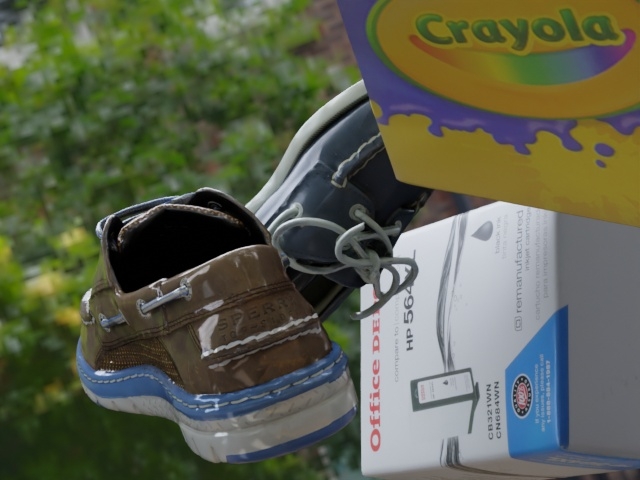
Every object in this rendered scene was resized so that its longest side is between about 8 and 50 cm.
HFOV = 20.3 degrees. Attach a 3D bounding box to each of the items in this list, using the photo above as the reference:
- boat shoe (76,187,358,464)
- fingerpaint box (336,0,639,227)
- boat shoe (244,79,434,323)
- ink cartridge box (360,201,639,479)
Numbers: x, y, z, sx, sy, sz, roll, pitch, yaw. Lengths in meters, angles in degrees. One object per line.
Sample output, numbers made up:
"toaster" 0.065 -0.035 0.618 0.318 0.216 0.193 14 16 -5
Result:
"boat shoe" -0.039 0.018 0.570 0.066 0.066 0.183 -18 11 -22
"fingerpaint box" 0.278 -0.165 0.655 0.445 0.371 0.163 11 -33 25
"boat shoe" 0.000 0.000 0.940 0.254 0.079 0.095 -39 -37 21
"ink cartridge box" 0.108 0.061 1.031 0.086 0.148 0.203 8 -15 -30
